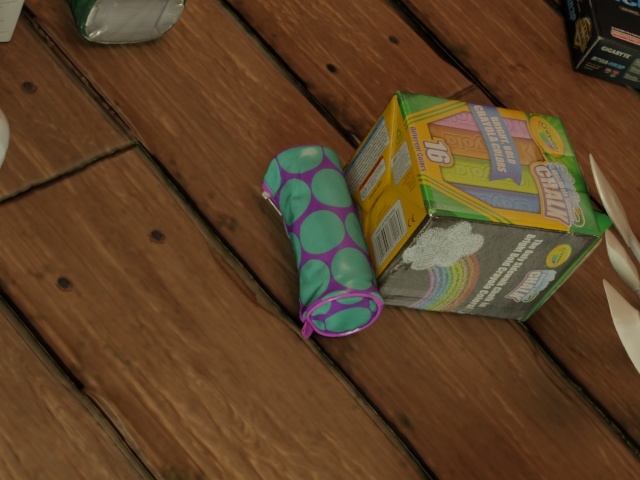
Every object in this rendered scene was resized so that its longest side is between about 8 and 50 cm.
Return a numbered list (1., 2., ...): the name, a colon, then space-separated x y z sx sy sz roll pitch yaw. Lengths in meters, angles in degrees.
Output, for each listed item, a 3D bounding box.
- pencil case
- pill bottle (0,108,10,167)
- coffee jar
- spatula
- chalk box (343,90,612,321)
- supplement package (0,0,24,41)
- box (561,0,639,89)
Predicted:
1. pencil case: 0.000 0.000 1.133 0.070 0.064 0.152 -19 59 4
2. pill bottle: -0.361 -0.095 0.939 0.278 0.162 0.162 35 45 0
3. coffee jar: -0.191 -0.262 1.229 0.096 0.079 0.184 -8 58 -34
4. spatula: 0.272 0.059 1.181 0.242 0.019 0.168 49 28 -46
5. chalk box: 0.140 -0.024 1.186 0.213 0.132 0.132 7 51 -26
6. supplement package: -0.288 -0.277 1.070 0.133 0.244 0.139 -11 61 -35
7. box: 0.368 -0.234 1.543 0.220 0.051 0.175 15 48 -19
